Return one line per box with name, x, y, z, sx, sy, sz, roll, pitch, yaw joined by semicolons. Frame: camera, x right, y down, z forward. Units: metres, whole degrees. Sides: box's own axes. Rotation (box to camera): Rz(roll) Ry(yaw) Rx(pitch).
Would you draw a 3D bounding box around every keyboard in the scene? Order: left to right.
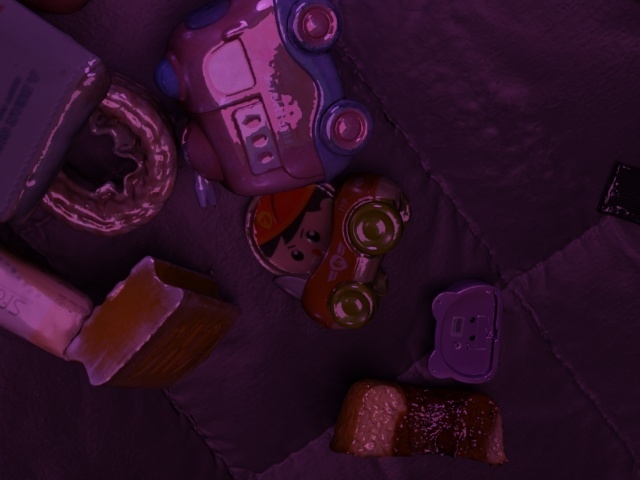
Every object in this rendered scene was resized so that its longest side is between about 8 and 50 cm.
keyboard;0.537;-0.046;1.879;0.251;0.017;0.087;16;104;-13

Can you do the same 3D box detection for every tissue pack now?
tissue pack;-0.408;0.061;1.658;0.222;0.186;0.090;34;87;-16

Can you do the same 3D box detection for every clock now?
clock;0.207;0.131;1.855;0.110;0.050;0.152;0;106;-10

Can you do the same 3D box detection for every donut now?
donut;0.127;0.260;1.840;0.295;0.151;0.112;11;87;-32

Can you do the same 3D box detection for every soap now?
soap;-0.213;0.114;1.660;0.173;0.274;0.089;-46;76;4

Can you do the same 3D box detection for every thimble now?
thimble;-0.296;-0.123;1.647;0.229;0.148;0.196;25;103;-13

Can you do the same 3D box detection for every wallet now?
wallet;-0.432;-0.188;1.544;0.360;0.083;0.252;35;103;24

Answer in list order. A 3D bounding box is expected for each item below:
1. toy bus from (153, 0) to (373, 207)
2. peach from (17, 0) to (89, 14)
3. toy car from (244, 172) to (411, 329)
toy bus;-0.087;-0.192;1.616;0.232;0.197;0.294;-23;111;-13
peach;-0.352;-0.363;1.576;0.152;0.152;0.152;-3;106;-9
toy car;0.000;0.000;1.752;0.235;0.145;0.235;2;102;10
